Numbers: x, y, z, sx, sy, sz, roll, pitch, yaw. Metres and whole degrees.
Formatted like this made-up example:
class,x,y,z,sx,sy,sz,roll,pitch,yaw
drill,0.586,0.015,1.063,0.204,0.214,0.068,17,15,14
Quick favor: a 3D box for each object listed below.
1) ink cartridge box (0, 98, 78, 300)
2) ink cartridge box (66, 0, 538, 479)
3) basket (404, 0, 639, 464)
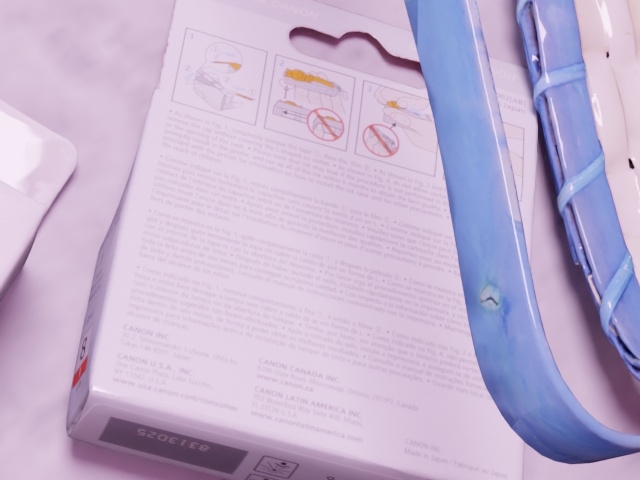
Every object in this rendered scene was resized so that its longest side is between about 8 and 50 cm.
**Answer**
class,x,y,z,sx,sy,sz,roll,pitch,yaw
ink cartridge box,-0.162,0.016,0.461,0.115,0.067,0.198,31,69,-7
ink cartridge box,0.000,0.000,0.541,0.145,0.045,0.179,16,54,-12
basket,0.136,-0.074,0.495,0.289,0.201,0.255,-6,79,-35
